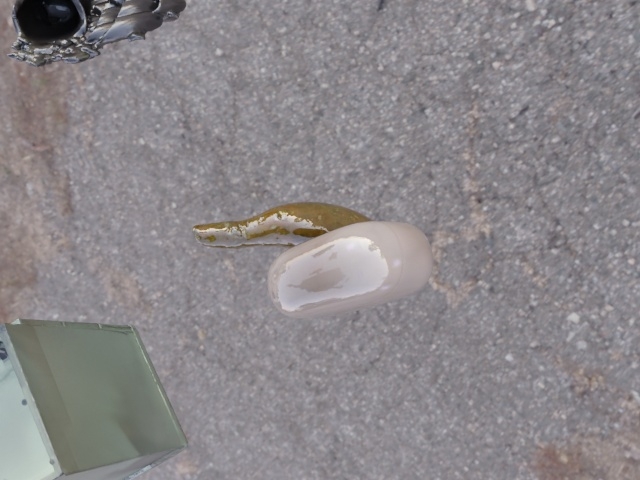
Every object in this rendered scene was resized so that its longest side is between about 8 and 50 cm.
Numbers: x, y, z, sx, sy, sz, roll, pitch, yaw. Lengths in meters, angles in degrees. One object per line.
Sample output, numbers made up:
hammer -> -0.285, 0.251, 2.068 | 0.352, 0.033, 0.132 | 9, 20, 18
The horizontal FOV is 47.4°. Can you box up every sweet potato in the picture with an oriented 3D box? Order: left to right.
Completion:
sweet potato -> 0.000, -0.004, 1.018 | 0.108, 0.346, 0.079 | -50, 40, 49

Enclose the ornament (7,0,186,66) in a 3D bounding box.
ornament -> -0.299, -0.312, 1.005 | 0.260, 0.251, 0.106 | -118, 20, -55

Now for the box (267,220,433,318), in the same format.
box -> 0.031, 0.036, 0.829 | 0.200, 0.145, 0.088 | -23, 73, 45

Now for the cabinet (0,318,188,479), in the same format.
cabinet -> -0.258, 0.170, 0.683 | 0.145, 0.206, 0.150 | -32, 74, 10
